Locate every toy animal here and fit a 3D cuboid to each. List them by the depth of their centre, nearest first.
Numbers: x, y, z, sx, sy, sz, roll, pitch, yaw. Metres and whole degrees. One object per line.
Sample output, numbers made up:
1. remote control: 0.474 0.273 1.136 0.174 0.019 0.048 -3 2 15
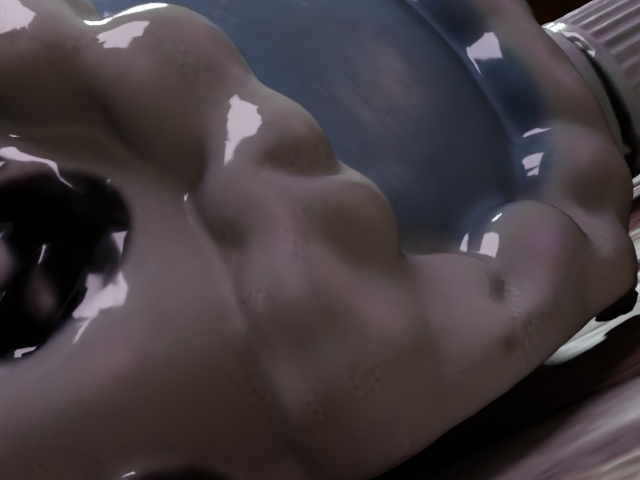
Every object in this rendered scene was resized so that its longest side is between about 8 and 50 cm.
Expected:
1. toy animal: -0.045 0.002 0.438 0.208 0.156 0.204 -33 -4 39

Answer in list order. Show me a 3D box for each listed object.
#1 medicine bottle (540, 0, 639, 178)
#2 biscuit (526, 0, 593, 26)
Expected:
1. medicine bottle: 0.060 -0.028 0.654 0.203 0.083 0.083 -31 2 -19
2. biscuit: 0.222 -0.220 0.980 0.343 0.166 0.395 -28 -17 -24
